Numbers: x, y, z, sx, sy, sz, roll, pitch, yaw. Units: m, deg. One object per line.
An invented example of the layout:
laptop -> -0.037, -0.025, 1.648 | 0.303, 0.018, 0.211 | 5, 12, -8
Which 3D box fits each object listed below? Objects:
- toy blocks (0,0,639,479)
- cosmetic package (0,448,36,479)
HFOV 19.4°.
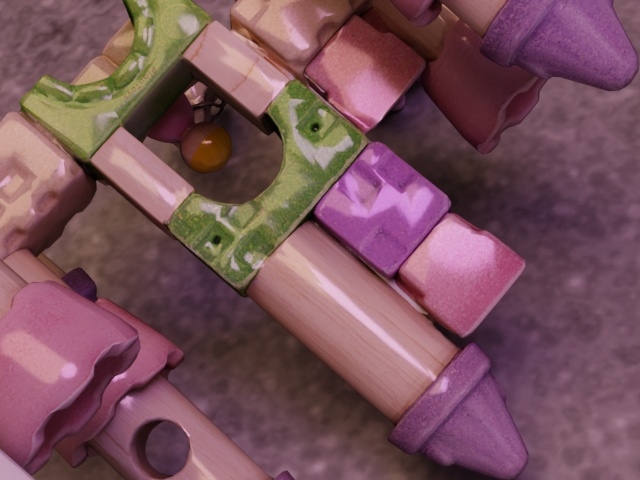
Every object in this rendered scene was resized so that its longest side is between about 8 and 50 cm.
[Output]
toy blocks -> 0.000, 0.000, 0.789 | 0.260, 0.309, 0.288 | 40, 84, 6
cosmetic package -> -0.082, 0.160, 0.642 | 0.085, 0.231, 0.117 | -44, 50, -15
